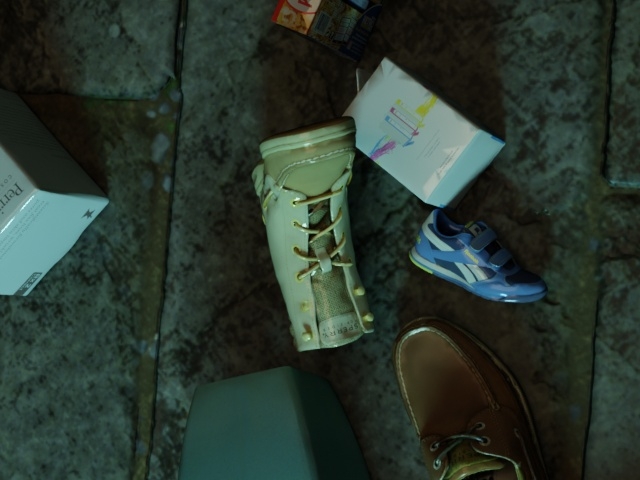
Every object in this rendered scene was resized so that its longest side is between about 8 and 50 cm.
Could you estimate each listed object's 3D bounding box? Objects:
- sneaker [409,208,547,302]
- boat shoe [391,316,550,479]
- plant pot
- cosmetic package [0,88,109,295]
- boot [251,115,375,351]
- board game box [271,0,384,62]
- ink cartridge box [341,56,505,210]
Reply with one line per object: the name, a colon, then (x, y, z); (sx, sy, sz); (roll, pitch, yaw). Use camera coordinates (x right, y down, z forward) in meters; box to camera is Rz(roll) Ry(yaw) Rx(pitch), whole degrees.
sneaker: (0.156, 0.017, 1.523); (0.144, 0.053, 0.059); (23, 112, 20)
boat shoe: (0.155, 0.205, 1.486); (0.111, 0.104, 0.307); (-34, 74, 16)
plant pot: (-0.041, 0.251, 1.535); (0.166, 0.165, 0.234); (-13, 73, 20)
cosmetic package: (-0.362, -0.057, 1.687); (0.151, 0.151, 0.183); (-48, 71, 13)
boot: (0.000, 0.000, 1.497); (0.095, 0.262, 0.203); (-11, 82, -13)
board game box: (0.034, -0.285, 1.554); (0.045, 0.147, 0.193); (25, 94, 21)
ink cartridge box: (0.092, -0.110, 1.545); (0.143, 0.092, 0.090); (40, 101, 21)
